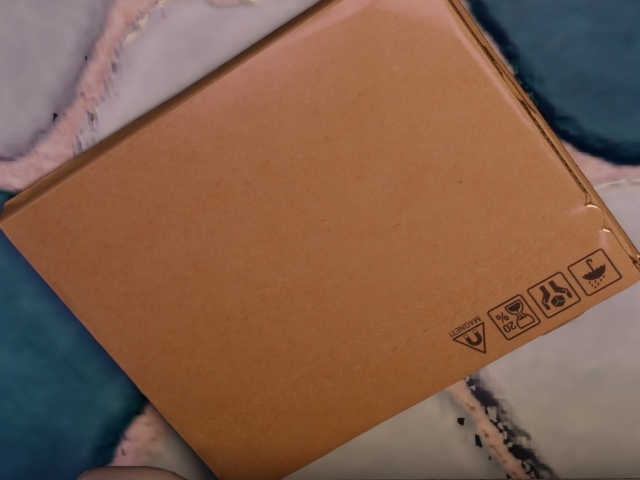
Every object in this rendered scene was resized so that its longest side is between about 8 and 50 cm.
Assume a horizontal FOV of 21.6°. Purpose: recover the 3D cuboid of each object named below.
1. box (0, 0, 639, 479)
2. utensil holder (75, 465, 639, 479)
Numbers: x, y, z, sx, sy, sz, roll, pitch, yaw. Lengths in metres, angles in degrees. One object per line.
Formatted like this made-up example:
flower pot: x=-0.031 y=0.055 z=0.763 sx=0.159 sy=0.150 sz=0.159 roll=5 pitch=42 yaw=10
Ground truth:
box: x=0.000 y=0.000 z=0.663 sx=0.201 sy=0.021 sz=0.164 roll=-31 pitch=111 yaw=19
utensil holder: x=0.104 y=0.242 z=0.616 sx=0.385 sy=0.327 sz=0.327 roll=-2 pitch=118 yaw=3
